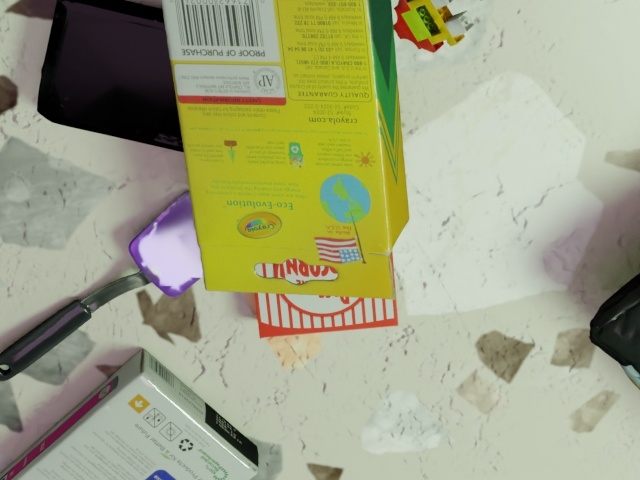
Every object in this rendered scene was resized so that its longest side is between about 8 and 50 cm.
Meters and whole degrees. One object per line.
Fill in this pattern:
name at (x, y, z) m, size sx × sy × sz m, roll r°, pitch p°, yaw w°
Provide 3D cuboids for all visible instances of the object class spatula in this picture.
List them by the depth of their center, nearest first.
spatula at (-0.224, 0.061, 1.935) m, size 0.296 × 0.030 × 0.084 m, roll -34°, pitch 114°, yaw 13°

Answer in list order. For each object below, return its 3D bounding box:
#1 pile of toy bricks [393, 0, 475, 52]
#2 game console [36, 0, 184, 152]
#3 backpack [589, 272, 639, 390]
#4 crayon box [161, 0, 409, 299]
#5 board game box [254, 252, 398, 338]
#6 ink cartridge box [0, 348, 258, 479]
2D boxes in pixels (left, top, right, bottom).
pile of toy bricks at (0.074, -0.286, 1.750) m, size 0.105 × 0.118 × 0.212 m, roll -14°, pitch 113°, yaw 48°
game console at (-0.137, -0.258, 1.781) m, size 0.213 × 0.044 × 0.361 m, roll 12°, pitch 114°, yaw -8°
backpack at (0.483, 0.133, 1.895) m, size 0.290 × 0.273 × 0.355 m, roll -39°, pitch 89°, yaw 12°
crayon box at (-0.028, -0.103, 1.763) m, size 0.202 × 0.081 × 0.319 m, roll 3°, pitch 118°, yaw 17°
board game box at (0.000, 0.000, 1.906) m, size 0.146 × 0.045 × 0.193 m, roll -6°, pitch 115°, yaw 1°
ink cartridge box at (-0.258, 0.295, 2.026) m, size 0.371 × 0.069 × 0.176 m, roll -42°, pitch 111°, yaw 13°
